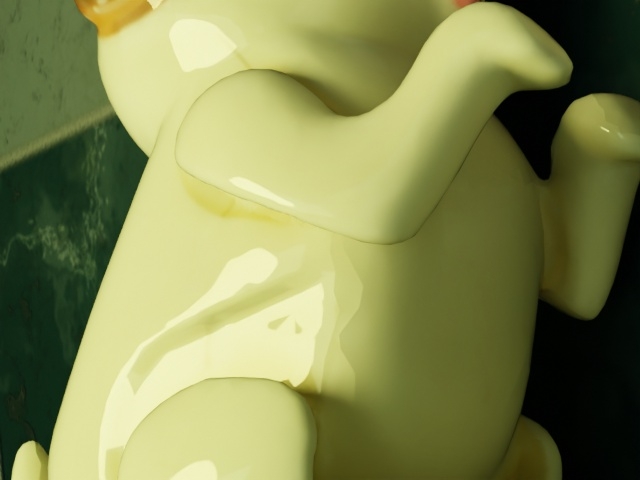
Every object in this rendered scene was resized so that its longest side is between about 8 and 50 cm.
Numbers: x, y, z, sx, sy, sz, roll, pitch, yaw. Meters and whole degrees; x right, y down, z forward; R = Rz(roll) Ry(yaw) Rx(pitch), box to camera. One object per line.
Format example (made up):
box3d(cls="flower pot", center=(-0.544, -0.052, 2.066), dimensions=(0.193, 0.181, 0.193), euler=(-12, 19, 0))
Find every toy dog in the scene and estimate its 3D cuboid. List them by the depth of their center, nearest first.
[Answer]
box3d(cls="toy dog", center=(0.000, 0.000, 0.785), dimensions=(0.395, 0.284, 0.408), euler=(-18, 69, 45))
